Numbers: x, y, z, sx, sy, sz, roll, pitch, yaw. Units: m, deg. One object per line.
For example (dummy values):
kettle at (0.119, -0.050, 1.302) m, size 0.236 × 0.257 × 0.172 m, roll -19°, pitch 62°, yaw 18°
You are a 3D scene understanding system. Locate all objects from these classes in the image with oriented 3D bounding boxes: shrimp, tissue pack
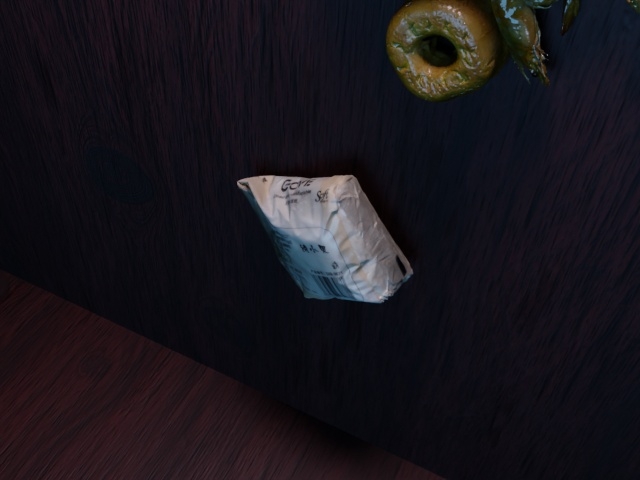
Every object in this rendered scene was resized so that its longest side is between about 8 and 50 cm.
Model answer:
shrimp at (0.369, -0.379, 1.292) m, size 0.150 × 0.068 × 0.248 m, roll -5°, pitch 131°, yaw 17°
tissue pack at (0.000, 0.000, 1.872) m, size 0.376 × 0.195 × 0.390 m, roll 3°, pitch 133°, yaw 43°

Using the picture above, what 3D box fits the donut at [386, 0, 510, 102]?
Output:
donut at (0.228, -0.360, 1.385) m, size 0.227 × 0.114 × 0.226 m, roll 21°, pitch 140°, yaw 19°

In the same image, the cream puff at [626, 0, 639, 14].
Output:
cream puff at (0.525, -0.388, 1.150) m, size 0.119 × 0.104 × 0.133 m, roll 2°, pitch 133°, yaw 26°
